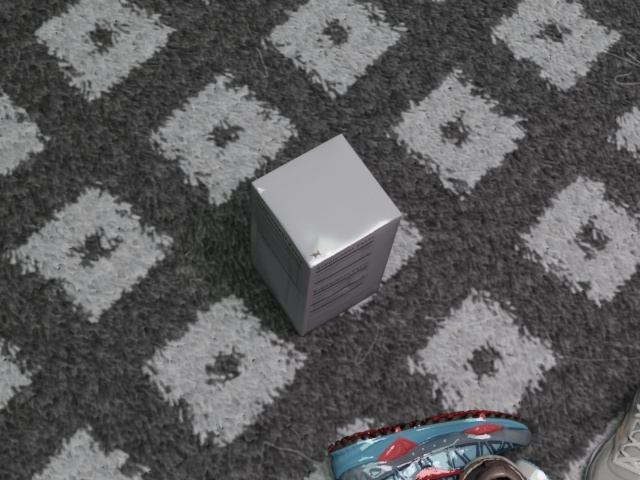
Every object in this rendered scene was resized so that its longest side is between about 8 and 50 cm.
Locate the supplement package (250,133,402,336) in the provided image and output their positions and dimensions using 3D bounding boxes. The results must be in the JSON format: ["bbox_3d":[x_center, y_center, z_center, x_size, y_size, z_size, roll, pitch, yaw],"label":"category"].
[{"bbox_3d":[0.000,0.000,1.309,0.134,0.244,0.139,-30,72,-16],"label":"supplement package"}]

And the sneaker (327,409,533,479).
[{"bbox_3d":[0.145,0.286,1.288,0.261,0.104,0.125,-10,84,-5],"label":"sneaker"}]

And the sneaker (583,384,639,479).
[{"bbox_3d":[0.412,0.237,1.292,0.099,0.121,0.262,25,62,30],"label":"sneaker"}]

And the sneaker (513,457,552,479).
[{"bbox_3d":[0.300,0.379,1.256,0.092,0.087,0.228,-43,68,-13],"label":"sneaker"}]

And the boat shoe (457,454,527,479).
[{"bbox_3d":[0.197,0.416,1.177,0.116,0.097,0.324,4,84,4],"label":"boat shoe"}]
